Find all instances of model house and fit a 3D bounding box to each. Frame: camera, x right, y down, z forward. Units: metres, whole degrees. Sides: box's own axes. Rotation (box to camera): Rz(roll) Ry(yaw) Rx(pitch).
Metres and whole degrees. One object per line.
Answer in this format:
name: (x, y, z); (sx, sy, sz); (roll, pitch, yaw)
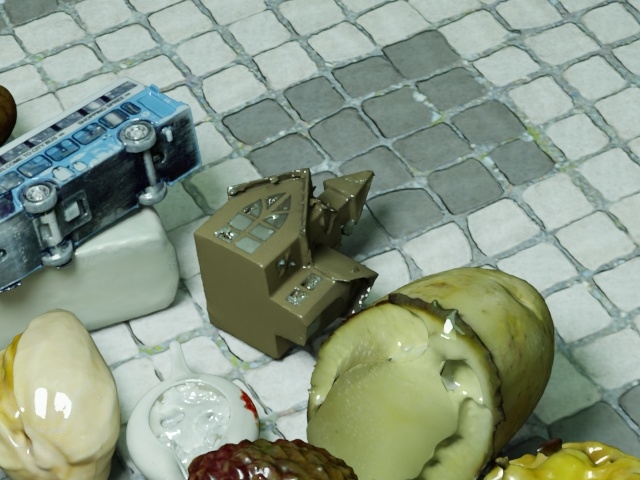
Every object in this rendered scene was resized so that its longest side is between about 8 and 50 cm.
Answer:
model house: (0.000, 0.000, 2.018); (0.176, 0.181, 0.248); (28, 56, 29)

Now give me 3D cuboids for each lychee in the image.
lychee: (-0.041, 0.309, 1.688); (0.236, 0.236, 0.271); (-38, 63, -27)

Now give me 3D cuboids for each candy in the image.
candy: (-0.363, 0.026, 2.062); (0.358, 0.145, 0.208); (-18, 46, -12)

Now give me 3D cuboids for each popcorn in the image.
popcorn: (0.264, 0.284, 1.710); (0.253, 0.191, 0.190); (21, 37, 36)

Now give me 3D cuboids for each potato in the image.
potato: (0.135, 0.135, 1.841); (0.242, 0.285, 0.242); (15, 41, -13)

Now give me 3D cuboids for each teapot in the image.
teapot: (-0.140, 0.203, 1.899); (0.145, 0.092, 0.226); (-12, 44, -9)

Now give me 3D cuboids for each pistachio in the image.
pistachio: (-0.289, 0.173, 1.914); (0.157, 0.157, 0.229); (-12, 43, -5)

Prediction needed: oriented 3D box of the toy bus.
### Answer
toy bus: (-0.284, -0.067, 1.972); (0.297, 0.106, 0.131); (-35, 47, -26)

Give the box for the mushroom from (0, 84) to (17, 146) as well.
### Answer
mushroom: (-0.514, -0.134, 2.161); (0.267, 0.254, 0.267); (-20, 45, 21)
